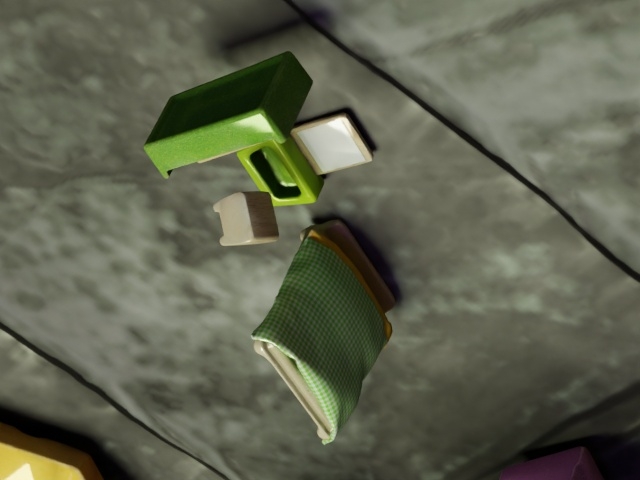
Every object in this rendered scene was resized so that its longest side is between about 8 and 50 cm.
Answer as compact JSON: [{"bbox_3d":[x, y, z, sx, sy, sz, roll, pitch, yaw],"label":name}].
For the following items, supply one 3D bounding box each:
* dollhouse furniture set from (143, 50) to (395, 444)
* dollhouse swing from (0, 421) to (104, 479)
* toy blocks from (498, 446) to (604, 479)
[{"bbox_3d":[0.000,0.000,0.701,0.059,0.076,0.151,-15,124,32],"label":"dollhouse furniture set"},{"bbox_3d":[-0.255,0.226,1.021,0.347,0.305,0.315,18,176,4],"label":"dollhouse swing"},{"bbox_3d":[0.105,0.263,0.742,0.309,0.288,0.260,-19,111,31],"label":"toy blocks"}]
